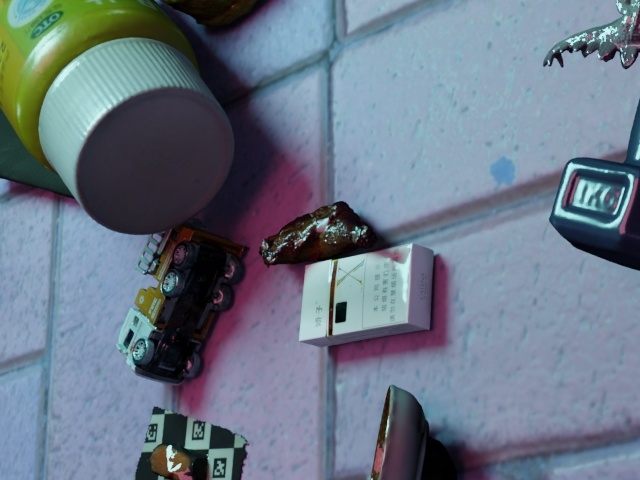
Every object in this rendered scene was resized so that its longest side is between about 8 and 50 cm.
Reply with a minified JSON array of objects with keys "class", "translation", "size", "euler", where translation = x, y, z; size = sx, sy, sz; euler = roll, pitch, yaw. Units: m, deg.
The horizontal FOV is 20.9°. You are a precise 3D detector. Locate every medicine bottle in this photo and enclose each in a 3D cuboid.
[{"class":"medicine bottle","translation":[-0.255,-0.181,1.988],"size":[0.224,0.224,0.384],"euler":[-57,39,16]}]

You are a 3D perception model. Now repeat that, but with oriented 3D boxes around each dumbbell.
[{"class":"dumbbell","translation":[0.303,-0.130,1.464],"size":[0.144,0.156,0.316],"euler":[17,89,18]}]

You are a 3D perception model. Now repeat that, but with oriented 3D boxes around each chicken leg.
[{"class":"chicken leg","translation":[0.003,-0.003,1.793],"size":[0.205,0.093,0.053],"euler":[-22,98,48]}]

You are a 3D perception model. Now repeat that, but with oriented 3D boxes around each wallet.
[{"class":"wallet","translation":[-0.338,-0.140,2.228],"size":[0.245,0.052,0.168],"euler":[15,79,43]}]

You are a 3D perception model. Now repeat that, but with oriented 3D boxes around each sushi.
[{"class":"sushi","translation":[-0.180,0.328,1.901],"size":[0.192,0.043,0.279],"euler":[13,86,48]}]

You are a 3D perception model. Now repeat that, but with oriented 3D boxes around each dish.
[{"class":"dish","translation":[0.091,0.211,1.632],"size":[0.141,0.078,0.141],"euler":[-171,90,-90]}]

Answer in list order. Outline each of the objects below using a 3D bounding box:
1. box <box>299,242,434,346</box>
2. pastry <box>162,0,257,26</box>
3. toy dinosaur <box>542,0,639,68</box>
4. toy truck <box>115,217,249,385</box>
[{"class":"box","translation":[0.046,0.057,1.752],"size":[0.154,0.040,0.084],"euler":[-12,69,43]},{"class":"pastry","translation":[-0.126,-0.349,2.027],"size":[0.189,0.103,0.188],"euler":[-18,64,43]},{"class":"toy dinosaur","translation":[0.255,-0.175,1.397],"size":[0.209,0.039,0.082],"euler":[-22,64,41]},{"class":"toy truck","translation":[-0.168,0.063,1.952],"size":[0.115,0.080,0.177],"euler":[32,100,53]}]
